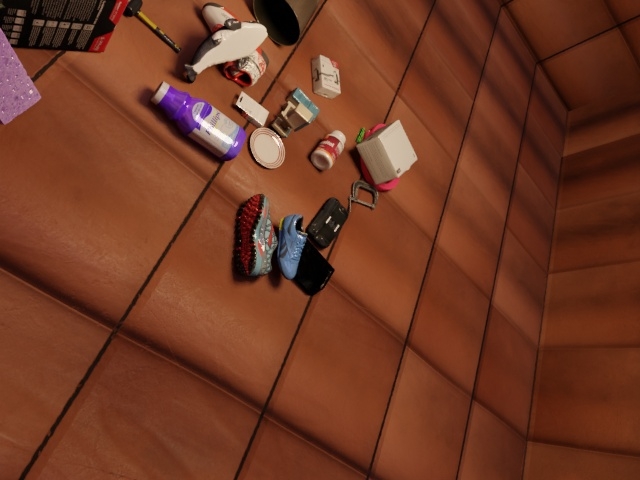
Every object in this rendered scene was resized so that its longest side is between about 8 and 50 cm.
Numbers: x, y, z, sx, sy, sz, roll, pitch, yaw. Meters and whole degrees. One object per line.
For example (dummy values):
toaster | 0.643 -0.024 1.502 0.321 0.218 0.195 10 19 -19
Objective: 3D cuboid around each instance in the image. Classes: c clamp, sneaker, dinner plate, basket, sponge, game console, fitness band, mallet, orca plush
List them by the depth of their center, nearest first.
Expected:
sponge | -0.714 -0.371 1.035 0.117 0.031 0.210 -59 158 -33
mallet | -0.487 -0.636 1.393 0.190 0.039 0.062 33 57 -37
orca plush | -0.305 -0.591 1.456 0.287 0.102 0.151 -45 143 -3
sneaker | -0.192 -0.013 1.471 0.125 0.104 0.261 25 67 -54
sneaker | -0.085 0.018 1.489 0.069 0.082 0.209 20 67 -55
sneaker | -0.290 -0.622 1.522 0.270 0.090 0.145 42 53 -29
dinner plate | -0.180 -0.309 1.591 0.141 0.017 0.141 11 73 -39
game console | 0.000 0.000 1.656 0.213 0.044 0.361 50 53 -21
basket | -0.107 -0.843 1.705 0.204 0.154 0.227 47 49 -21
c clamp | 0.169 -0.165 1.862 0.161 0.022 0.137 9 76 -38
fitness band | 0.257 -0.344 1.968 0.209 0.054 0.290 30 62 -36

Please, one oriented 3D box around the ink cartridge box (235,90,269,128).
ink cartridge box | -0.231 -0.432 1.569 0.115 0.029 0.062 33 60 -30

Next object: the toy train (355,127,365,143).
toy train | 0.164 -0.428 1.926 0.023 0.017 0.083 50 51 -33

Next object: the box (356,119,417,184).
box | 0.262 -0.344 1.851 0.181 0.119 0.182 -43 111 -42

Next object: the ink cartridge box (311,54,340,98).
ink cartridge box | 0.021 -0.628 1.822 0.099 0.056 0.135 5 76 -42

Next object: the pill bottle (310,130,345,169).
pill bottle | 0.033 -0.335 1.740 0.086 0.086 0.152 48 52 -22

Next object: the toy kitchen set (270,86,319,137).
toy kitchen set | -0.052 -0.443 1.636 0.122 0.166 0.207 42 55 -26

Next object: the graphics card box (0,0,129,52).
graphics card box | -0.660 -0.537 1.075 0.371 0.233 0.094 -18 87 -42

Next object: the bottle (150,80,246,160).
bottle | -0.357 -0.353 1.393 0.283 0.092 0.118 34 60 -31
